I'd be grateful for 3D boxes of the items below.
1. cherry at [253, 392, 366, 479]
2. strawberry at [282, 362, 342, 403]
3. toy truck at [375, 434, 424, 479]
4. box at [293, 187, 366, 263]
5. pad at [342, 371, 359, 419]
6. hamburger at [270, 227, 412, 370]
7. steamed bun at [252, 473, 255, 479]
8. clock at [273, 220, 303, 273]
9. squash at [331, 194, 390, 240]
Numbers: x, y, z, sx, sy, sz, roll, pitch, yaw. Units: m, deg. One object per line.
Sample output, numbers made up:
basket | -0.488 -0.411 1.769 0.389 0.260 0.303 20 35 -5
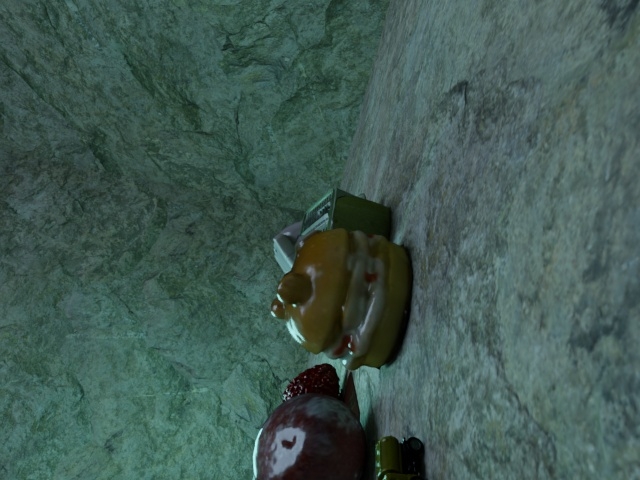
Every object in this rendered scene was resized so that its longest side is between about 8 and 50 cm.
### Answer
cherry | -0.021 0.421 0.876 0.285 0.213 0.236 -48 43 37
strawberry | -0.020 0.445 1.280 0.184 0.187 0.201 3 62 54
toy truck | 0.095 0.286 0.541 0.083 0.054 0.049 -83 5 -54
box | 0.043 0.013 1.256 0.221 0.166 0.290 -35 36 49
pad | 0.067 0.454 1.110 0.267 0.004 0.181 -102 23 -84
hamburger | 0.031 0.102 0.862 0.276 0.237 0.276 -168 90 -85
steamed bun | -0.099 0.747 1.181 0.324 0.207 0.324 -168 90 -85
clock | 0.000 0.000 1.618 0.184 0.326 0.342 59 168 6
squash | 0.090 -0.024 1.099 0.204 0.155 0.236 108 171 -59
